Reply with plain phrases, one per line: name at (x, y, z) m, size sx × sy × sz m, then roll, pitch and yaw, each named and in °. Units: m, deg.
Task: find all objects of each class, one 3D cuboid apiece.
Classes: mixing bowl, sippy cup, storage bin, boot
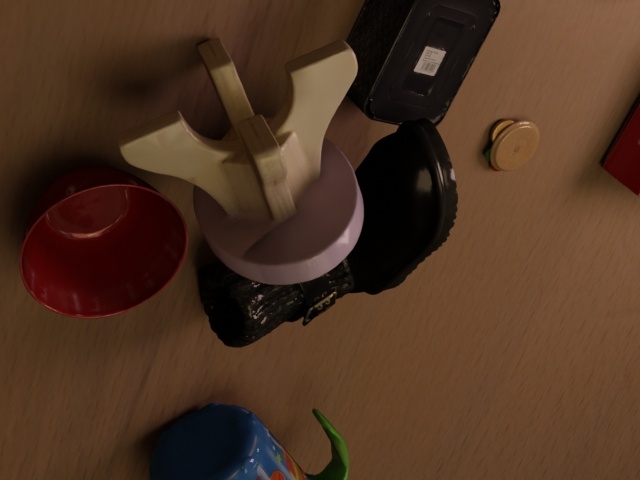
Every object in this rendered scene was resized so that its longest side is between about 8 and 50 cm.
mixing bowl at (-0.246, -0.015, 1.208) m, size 0.181 × 0.098 × 0.181 m, roll -15°, pitch 134°, yaw -16°
sippy cup at (-0.121, 0.354, 1.530) m, size 0.305 × 0.240 × 0.224 m, roll -58°, pitch 137°, yaw -38°
storage bin at (0.110, -0.229, 1.281) m, size 0.122 × 0.084 × 0.180 m, roll 7°, pitch 120°, yaw -37°
boot at (0.001, 0.004, 1.311) m, size 0.260 × 0.131 × 0.348 m, roll -15°, pitch 154°, yaw -23°

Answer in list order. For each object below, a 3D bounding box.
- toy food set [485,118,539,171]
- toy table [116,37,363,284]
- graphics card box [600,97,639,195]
toy food set at (0.263, -0.129, 1.511) m, size 0.083 × 0.020 × 0.082 m, roll -9°, pitch 129°, yaw -29°
toy table at (-0.067, -0.092, 1.148) m, size 0.252 × 0.274 × 0.161 m, roll -31°, pitch 129°, yaw -14°
graphics card box at (0.622, -0.168, 1.665) m, size 0.371 × 0.094 × 0.233 m, roll 4°, pitch 122°, yaw -37°
